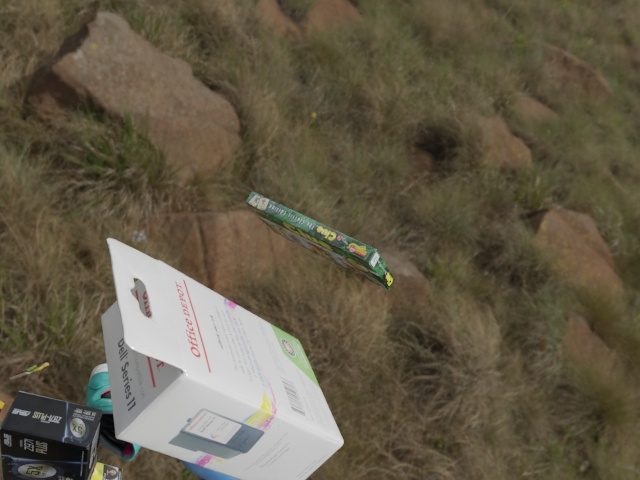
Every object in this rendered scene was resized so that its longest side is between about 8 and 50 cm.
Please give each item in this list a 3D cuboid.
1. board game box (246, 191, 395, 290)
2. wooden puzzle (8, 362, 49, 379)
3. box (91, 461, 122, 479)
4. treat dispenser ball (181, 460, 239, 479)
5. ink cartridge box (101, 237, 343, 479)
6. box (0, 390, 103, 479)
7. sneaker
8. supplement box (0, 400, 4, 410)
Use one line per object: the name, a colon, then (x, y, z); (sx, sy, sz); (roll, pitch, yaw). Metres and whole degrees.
board game box: (0.000, 0.000, 1.152); (0.260, 0.136, 0.030); (26, 75, 29)
wooden puzzle: (-0.718, 0.320, 1.652); (0.014, 0.116, 0.078); (68, 16, -2)
box: (-0.621, 0.607, 1.720); (0.232, 0.058, 0.087); (36, 38, -40)
treat dispenser ball: (-0.231, 0.456, 1.680); (0.288, 0.288, 0.288); (20, 44, -21)
ink cartridge box: (-0.149, 0.164, 0.842); (0.353, 0.119, 0.207); (37, 15, -39)
box: (-0.468, 0.358, 1.169); (0.147, 0.180, 0.077); (16, 41, -7)
sneaker: (-0.318, 0.341, 1.297); (0.296, 0.123, 0.178); (10, 34, -5)
supplement box: (-0.917, 0.475, 1.638); (0.129, 0.191, 0.194); (49, 16, -26)
